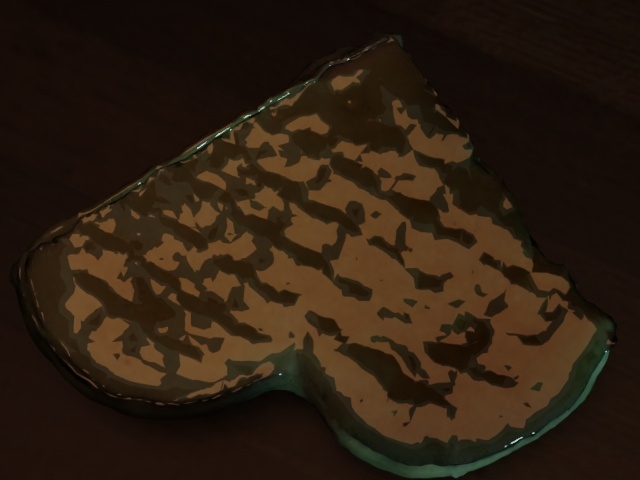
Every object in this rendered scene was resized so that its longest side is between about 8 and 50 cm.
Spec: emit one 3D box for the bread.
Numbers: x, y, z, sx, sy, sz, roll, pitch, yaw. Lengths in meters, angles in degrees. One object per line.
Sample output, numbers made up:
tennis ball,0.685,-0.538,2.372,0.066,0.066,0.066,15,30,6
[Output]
bread,0.000,0.000,0.724,0.232,0.064,0.172,8,79,3
